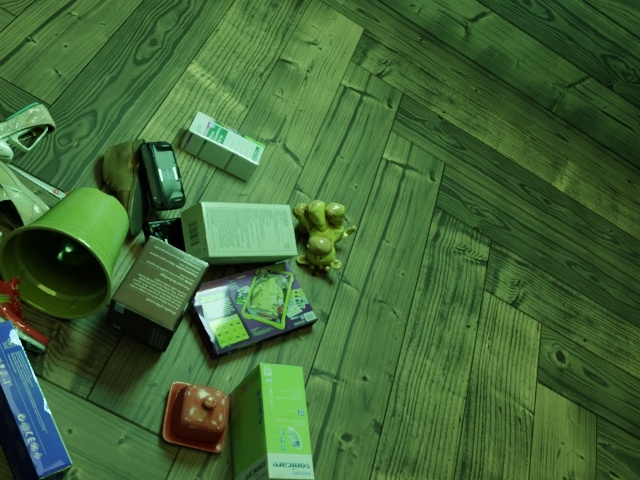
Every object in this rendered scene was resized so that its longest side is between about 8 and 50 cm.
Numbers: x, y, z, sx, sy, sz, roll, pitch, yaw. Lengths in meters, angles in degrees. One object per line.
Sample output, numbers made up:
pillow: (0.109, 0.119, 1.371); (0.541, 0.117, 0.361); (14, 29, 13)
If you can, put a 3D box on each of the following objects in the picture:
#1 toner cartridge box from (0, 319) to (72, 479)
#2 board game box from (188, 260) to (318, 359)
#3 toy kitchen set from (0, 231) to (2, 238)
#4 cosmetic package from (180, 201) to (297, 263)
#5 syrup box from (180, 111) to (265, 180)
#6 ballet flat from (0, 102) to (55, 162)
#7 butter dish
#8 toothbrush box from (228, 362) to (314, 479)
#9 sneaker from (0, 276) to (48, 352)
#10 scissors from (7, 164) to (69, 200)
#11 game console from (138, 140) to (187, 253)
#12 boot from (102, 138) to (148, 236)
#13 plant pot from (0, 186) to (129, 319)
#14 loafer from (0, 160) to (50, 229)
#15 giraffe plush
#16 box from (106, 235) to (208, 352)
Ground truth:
toner cartridge box: (-0.644, 0.359, 1.597); (0.075, 0.165, 0.347); (-16, 68, -39)
board game box: (-0.192, 0.187, 2.090); (0.347, 0.056, 0.208); (-14, 70, -38)
toy kitchen set: (-0.816, -0.034, 1.778); (0.122, 0.166, 0.207); (-25, 73, -39)
cosmetic package: (-0.225, -0.017, 2.116); (0.310, 0.113, 0.160); (2, 74, -43)
syrup box: (-0.304, -0.292, 2.336); (0.237, 0.096, 0.093); (27, 48, -14)
ballet flat: (-0.829, -0.269, 1.993); (0.106, 0.108, 0.316); (53, 46, -7)
butter dish: (-0.284, 0.410, 1.816); (0.160, 0.118, 0.160); (19, 49, -20)
toothbrush box: (-0.125, 0.467, 1.813); (0.122, 0.206, 0.283); (12, 52, -26)
sneaker: (-0.722, 0.143, 1.722); (0.279, 0.107, 0.118); (44, 59, -8)
scissors: (-0.675, -0.110, 1.961); (0.297, 0.021, 0.109); (25, 42, -42)
game console: (-0.408, -0.105, 2.093); (0.213, 0.044, 0.361); (-9, 81, -43)
boot: (-0.546, -0.142, 2.098); (0.115, 0.112, 0.305); (-6, 61, 1)
plant pot: (-0.599, 0.007, 1.843); (0.276, 0.276, 0.253); (29, 36, -11)
loafer: (-0.803, -0.116, 1.892); (0.269, 0.102, 0.092); (38, 40, -3)
giraffe plush: (0.000, 0.000, 2.292); (0.210, 0.182, 0.170); (48, 46, -43)
box: (-0.407, 0.135, 1.878); (0.167, 0.168, 0.203); (27, 58, -4)
